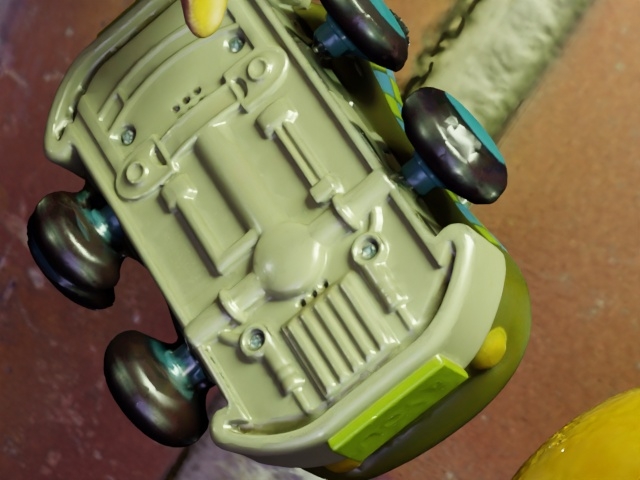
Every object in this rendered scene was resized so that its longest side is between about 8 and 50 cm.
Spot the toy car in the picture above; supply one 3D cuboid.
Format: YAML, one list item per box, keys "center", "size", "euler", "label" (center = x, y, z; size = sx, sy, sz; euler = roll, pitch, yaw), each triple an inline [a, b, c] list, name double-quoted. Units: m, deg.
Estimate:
- center: [0.000, 0.000, 0.896]
  size: [0.204, 0.198, 0.248]
  euler: [-39, 62, 11]
  label: "toy car"

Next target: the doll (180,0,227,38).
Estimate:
- center: [-0.138, -0.215, 0.829]
  size: [0.270, 0.166, 0.162]
  euler: [25, 159, 14]
  label: "doll"

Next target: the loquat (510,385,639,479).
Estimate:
- center: [0.199, 0.200, 0.921]
  size: [0.263, 0.263, 0.263]
  euler: [13, 127, 17]
  label: "loquat"
